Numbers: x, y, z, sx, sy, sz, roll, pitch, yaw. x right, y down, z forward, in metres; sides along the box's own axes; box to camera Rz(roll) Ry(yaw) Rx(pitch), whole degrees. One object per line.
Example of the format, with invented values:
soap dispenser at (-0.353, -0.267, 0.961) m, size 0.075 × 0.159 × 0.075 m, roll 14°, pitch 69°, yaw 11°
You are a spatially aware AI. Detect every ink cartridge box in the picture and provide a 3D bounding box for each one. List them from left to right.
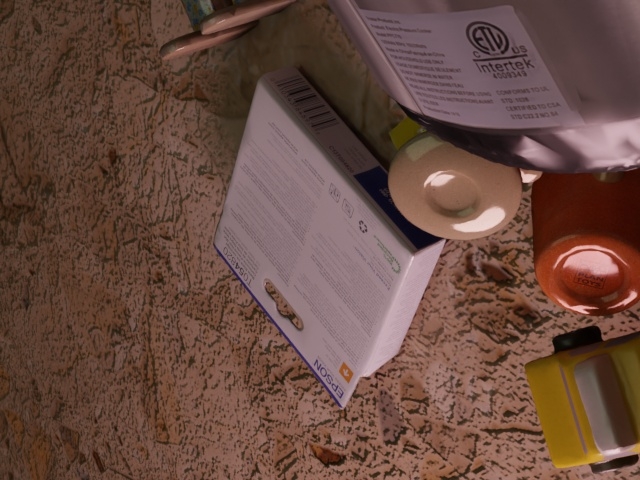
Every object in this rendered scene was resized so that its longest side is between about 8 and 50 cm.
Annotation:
ink cartridge box at (0.000, 0.000, 1.324) m, size 0.223 × 0.045 × 0.224 m, roll 50°, pitch 143°, yaw 24°

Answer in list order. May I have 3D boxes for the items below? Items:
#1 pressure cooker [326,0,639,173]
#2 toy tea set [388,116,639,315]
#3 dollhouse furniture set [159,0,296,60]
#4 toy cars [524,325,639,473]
pressure cooker at (0.099, -0.285, 0.640) m, size 0.370 × 0.375 × 0.420 m, roll -24°, pitch 124°, yaw 20°
toy tea set at (0.206, -0.093, 0.939) m, size 0.200 × 0.124 × 0.336 m, roll 39°, pitch 129°, yaw -17°
dollhouse furniture set at (-0.120, -0.275, 1.230) m, size 0.242 × 0.161 × 0.212 m, roll -22°, pitch 91°, yaw 56°
toy cars at (0.278, 0.148, 0.947) m, size 0.394 × 0.087 × 0.176 m, roll 31°, pitch 118°, yaw 36°
